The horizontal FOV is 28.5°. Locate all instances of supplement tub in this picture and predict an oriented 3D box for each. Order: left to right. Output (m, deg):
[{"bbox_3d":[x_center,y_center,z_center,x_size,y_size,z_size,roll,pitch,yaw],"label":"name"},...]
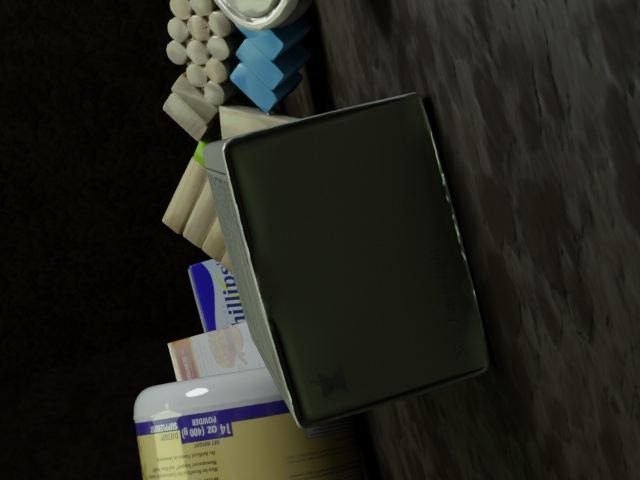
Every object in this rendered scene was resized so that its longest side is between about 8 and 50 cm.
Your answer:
[{"bbox_3d":[-0.064,0.307,1.356,0.241,0.241,0.331,119,142,-81],"label":"supplement tub"}]

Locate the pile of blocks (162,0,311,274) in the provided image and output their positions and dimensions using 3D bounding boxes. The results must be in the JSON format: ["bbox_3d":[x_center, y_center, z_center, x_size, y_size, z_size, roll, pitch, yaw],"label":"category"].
[{"bbox_3d":[-0.045,-0.140,1.011,0.112,0.149,0.362,-45,-36,-46],"label":"pile of blocks"}]

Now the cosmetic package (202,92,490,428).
[{"bbox_3d":[0.000,0.000,0.797,0.309,0.113,0.160,-152,47,-80],"label":"cosmetic package"}]

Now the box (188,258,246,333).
[{"bbox_3d":[-0.093,0.078,1.656,0.072,0.137,0.126,144,111,-82],"label":"box"}]

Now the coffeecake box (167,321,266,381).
[{"bbox_3d":[-0.078,0.173,1.539,0.068,0.185,0.142,97,157,-73],"label":"coffeecake box"}]

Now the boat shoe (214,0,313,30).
[{"bbox_3d":[-0.049,-0.280,0.753,0.112,0.095,0.335,-35,70,45],"label":"boat shoe"}]
